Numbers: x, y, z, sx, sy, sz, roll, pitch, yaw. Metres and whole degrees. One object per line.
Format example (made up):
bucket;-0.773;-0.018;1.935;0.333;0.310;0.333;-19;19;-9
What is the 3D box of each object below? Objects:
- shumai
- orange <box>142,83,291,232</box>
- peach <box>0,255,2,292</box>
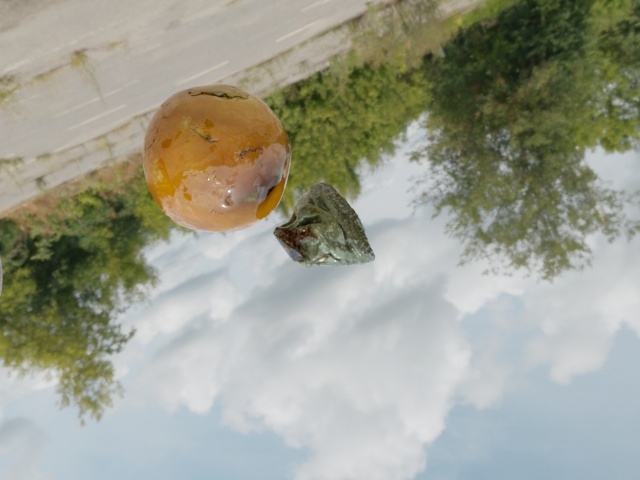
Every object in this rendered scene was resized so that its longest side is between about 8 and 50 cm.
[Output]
shumai;0.004;0.004;1.077;0.142;0.184;0.184;-33;-171;16
orange;-0.166;-0.133;0.963;0.246;0.246;0.246;-24;-169;5
peach;-0.601;0.055;0.860;0.362;0.257;0.201;-57;174;-1
